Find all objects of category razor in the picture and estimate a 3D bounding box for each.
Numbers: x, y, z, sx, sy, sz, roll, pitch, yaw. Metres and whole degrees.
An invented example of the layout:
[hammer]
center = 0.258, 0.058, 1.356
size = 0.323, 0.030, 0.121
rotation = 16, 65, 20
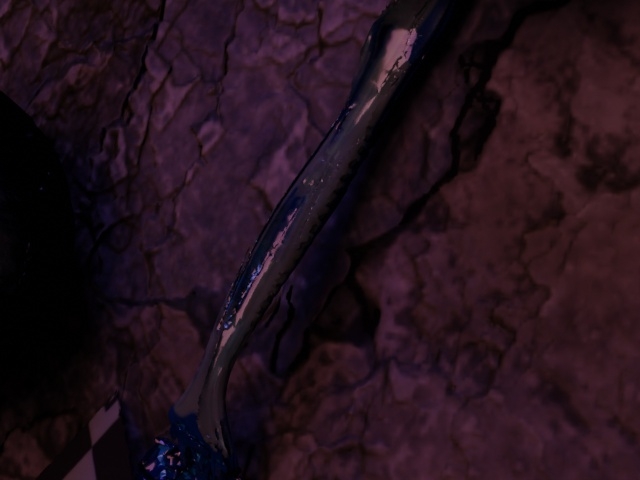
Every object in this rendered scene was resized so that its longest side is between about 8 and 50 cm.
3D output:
[razor]
center = -0.007, -0.002, 0.664
size = 0.093, 0.056, 0.324
rotation = 26, 92, 38

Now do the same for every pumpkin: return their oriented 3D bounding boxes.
[pumpkin]
center = -0.254, -0.002, 0.736
size = 0.233, 0.163, 0.233
rotation = 0, 68, -1

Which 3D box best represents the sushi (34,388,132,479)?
[sushi]
center = -0.171, 0.311, 0.657
size = 0.359, 0.064, 0.343
rotation = -48, 31, 13
